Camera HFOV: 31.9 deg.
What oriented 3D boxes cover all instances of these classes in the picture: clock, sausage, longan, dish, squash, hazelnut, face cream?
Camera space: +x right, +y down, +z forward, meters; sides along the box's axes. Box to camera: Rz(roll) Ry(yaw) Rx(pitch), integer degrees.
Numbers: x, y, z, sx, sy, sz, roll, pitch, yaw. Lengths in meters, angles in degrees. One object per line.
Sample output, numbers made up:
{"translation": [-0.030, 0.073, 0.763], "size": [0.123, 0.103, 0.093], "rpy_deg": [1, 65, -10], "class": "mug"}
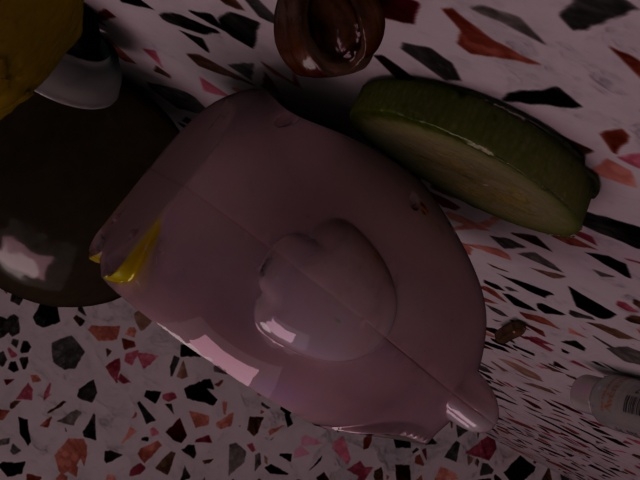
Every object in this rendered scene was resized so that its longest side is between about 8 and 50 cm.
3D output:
{"translation": [0.000, 0.031, 1.100], "size": [0.377, 0.250, 0.368], "rpy_deg": [37, 176, -20], "class": "clock"}
{"translation": [0.275, 0.133, 1.621], "size": [0.026, 0.026, 0.116], "rpy_deg": [26, 169, 2], "class": "sausage"}
{"translation": [-0.299, -0.067, 1.321], "size": [0.297, 0.297, 0.297], "rpy_deg": [26, 170, 5], "class": "longan"}
{"translation": [-0.252, -0.206, 1.128], "size": [0.141, 0.078, 0.141], "rpy_deg": [28, -152, -16], "class": "dish"}
{"translation": [0.126, -0.065, 0.941], "size": [0.219, 0.041, 0.219], "rpy_deg": [26, 170, 5], "class": "squash"}
{"translation": [0.005, -0.147, 0.751], "size": [0.086, 0.086, 0.086], "rpy_deg": [26, 170, 5], "class": "hazelnut"}
{"translation": [0.448, 0.233, 1.532], "size": [0.082, 0.082, 0.269], "rpy_deg": [32, 168, -27], "class": "face cream"}

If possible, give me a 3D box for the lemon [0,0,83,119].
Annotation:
{"translation": [-0.281, -0.192, 0.746], "size": [0.260, 0.260, 0.284], "rpy_deg": [31, 170, -24], "class": "lemon"}
